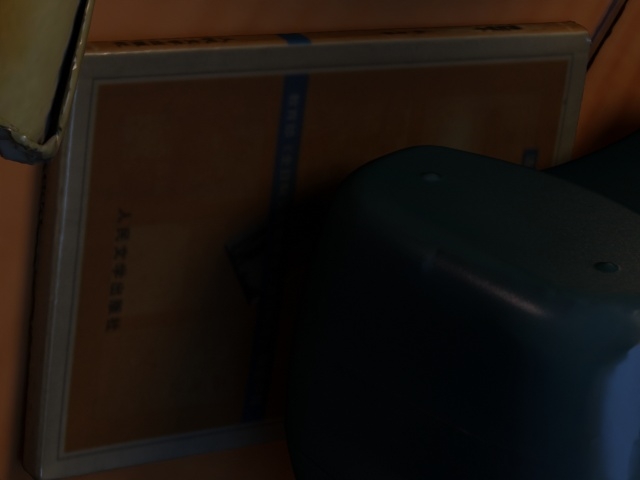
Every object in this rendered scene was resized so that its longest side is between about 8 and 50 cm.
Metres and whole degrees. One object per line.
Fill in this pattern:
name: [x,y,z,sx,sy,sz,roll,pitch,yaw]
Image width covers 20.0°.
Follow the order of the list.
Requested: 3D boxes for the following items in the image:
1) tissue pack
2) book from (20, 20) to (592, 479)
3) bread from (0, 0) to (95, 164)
tissue pack: [0.136,0.063,0.700,0.287,0.198,0.206,-17,119,-35]
book: [0.001,0.000,0.712,0.242,0.018,0.170,-7,116,-35]
bread: [-0.142,-0.135,0.459,0.156,0.158,0.260,-36,129,-31]
